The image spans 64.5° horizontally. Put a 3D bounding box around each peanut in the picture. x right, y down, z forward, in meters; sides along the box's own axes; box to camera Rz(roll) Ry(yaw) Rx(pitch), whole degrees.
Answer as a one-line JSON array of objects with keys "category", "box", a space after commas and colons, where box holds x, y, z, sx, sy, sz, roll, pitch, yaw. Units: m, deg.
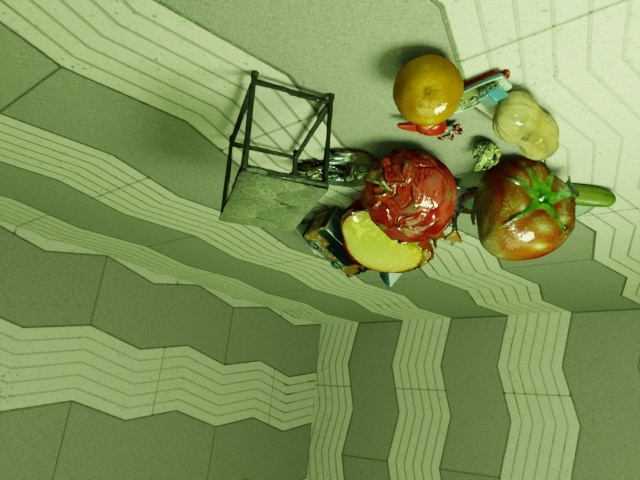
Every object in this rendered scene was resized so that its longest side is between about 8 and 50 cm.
[{"category": "peanut", "box": [0.507, -0.273, 1.258, 0.125, 0.111, 0.274, -8, 157, 44]}]

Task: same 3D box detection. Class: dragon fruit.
[{"category": "dragon fruit", "box": [0.266, -0.127, 1.509, 0.277, 0.278, 0.342, -9, 154, 36]}]

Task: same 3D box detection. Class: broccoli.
[{"category": "broccoli", "box": [0.458, -0.235, 1.415, 0.095, 0.092, 0.097, 23, 175, -11]}]

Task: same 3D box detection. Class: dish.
[{"category": "dish", "box": [0.000, 0.000, 2.152, 0.080, 0.182, 0.243, -46, 149, 7]}]

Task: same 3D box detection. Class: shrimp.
[{"category": "shrimp", "box": [0.055, -0.226, 1.584, 0.289, 0.075, 0.178, 11, 152, -12]}]

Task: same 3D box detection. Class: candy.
[{"category": "candy", "box": [0.529, -0.141, 1.724, 0.103, 0.043, 0.103, 4, 158, 2]}]

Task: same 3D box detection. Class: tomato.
[{"category": "tomato", "box": [0.584, -0.086, 1.503, 0.303, 0.304, 0.239, 11, 158, -14]}]

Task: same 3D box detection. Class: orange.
[{"category": "orange", "box": [0.238, -0.333, 1.126, 0.154, 0.155, 0.134, 1, -158, 13]}]

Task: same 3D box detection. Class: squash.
[{"category": "squash", "box": [0.806, -0.144, 1.603, 0.251, 0.066, 0.066, 5, 161, 0]}]

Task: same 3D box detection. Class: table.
[{"category": "table", "box": [-0.125, -0.215, 1.354, 0.222, 0.273, 0.335, 10, 159, -17]}]

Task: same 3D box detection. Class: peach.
[{"category": "peach", "box": [0.247, -0.027, 1.827, 0.361, 0.201, 0.258, 18, 122, 17]}]

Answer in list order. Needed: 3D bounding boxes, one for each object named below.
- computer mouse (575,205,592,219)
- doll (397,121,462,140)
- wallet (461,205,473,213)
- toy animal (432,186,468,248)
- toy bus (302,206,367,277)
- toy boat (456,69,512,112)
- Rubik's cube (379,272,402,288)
[{"category": "computer mouse", "box": [0.771, -0.098, 1.705, 0.288, 0.097, 0.159, 7, 158, -2]}, {"category": "doll", "box": [0.296, -0.298, 1.325, 0.169, 0.057, 0.109, 18, 155, -29]}, {"category": "wallet", "box": [0.597, -0.109, 1.824, 0.176, 0.026, 0.095, 6, 163, 0]}, {"category": "toy animal", "box": [0.419, -0.089, 1.718, 0.122, 0.186, 0.298, 5, 135, 7]}, {"category": "toy bus", "box": [0.087, 0.009, 2.001, 0.275, 0.139, 0.167, 43, 143, -19]}, {"category": "toy boat", "box": [0.365, -0.338, 1.190, 0.069, 0.059, 0.172, 22, 155, -39]}, {"category": "Rubik's cube", "box": [0.288, 0.016, 2.083, 0.228, 0.233, 0.228, 40, -156, 5]}]
